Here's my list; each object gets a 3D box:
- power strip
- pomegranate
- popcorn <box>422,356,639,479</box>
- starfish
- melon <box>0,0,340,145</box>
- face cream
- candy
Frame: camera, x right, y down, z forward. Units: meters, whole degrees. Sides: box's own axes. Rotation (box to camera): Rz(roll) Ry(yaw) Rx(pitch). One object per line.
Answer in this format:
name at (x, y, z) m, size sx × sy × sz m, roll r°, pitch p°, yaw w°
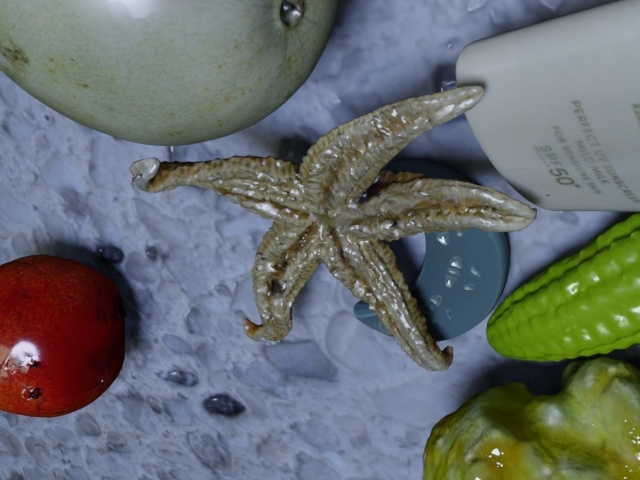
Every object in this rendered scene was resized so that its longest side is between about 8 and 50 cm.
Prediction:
power strip at (0.107, 0.032, 0.602) m, size 0.137 × 0.044 × 0.216 m, roll 19°, pitch 123°, yaw 17°
pomegranate at (-0.357, 0.120, 0.799) m, size 0.235 × 0.210 × 0.210 m, roll 8°, pitch 123°, yaw 53°
popcorn at (0.218, 0.221, 0.536) m, size 0.276 × 0.225 × 0.276 m, roll -10°, pitch 137°, yaw -10°
starfish at (0.000, -0.008, 0.543) m, size 0.327 × 0.094 × 0.375 m, roll 20°, pitch 137°, yaw -4°
melon at (-0.140, -0.217, 0.459) m, size 0.330 × 0.268 × 0.268 m, roll 31°, pitch 128°, yaw 30°
face cream at (0.252, -0.077, 0.345) m, size 0.173 × 0.081 × 0.348 m, roll 43°, pitch 159°, yaw -30°
candy at (0.224, 0.050, 0.522) m, size 0.097 × 0.097 × 0.209 m, roll 49°, pitch 132°, yaw -4°
